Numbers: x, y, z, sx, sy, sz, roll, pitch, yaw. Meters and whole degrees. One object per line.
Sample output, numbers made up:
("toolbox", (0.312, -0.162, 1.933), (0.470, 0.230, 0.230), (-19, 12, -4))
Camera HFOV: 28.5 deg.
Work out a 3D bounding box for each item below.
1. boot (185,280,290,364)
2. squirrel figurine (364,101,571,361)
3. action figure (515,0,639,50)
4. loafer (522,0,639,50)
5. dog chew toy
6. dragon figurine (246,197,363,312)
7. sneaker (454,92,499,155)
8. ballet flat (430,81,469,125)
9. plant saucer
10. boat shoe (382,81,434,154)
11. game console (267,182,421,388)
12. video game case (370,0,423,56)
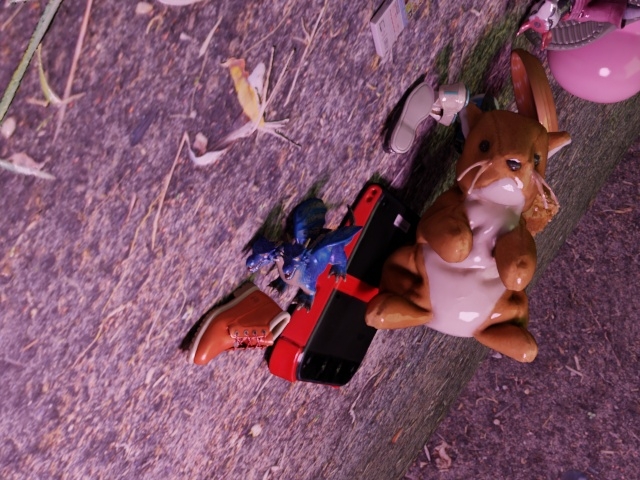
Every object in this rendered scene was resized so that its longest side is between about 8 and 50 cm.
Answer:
("boot", (-0.109, 0.124, 1.677), (0.158, 0.084, 0.059), (-42, 158, -37))
("squirrel figurine", (0.265, -0.045, 2.083), (0.397, 0.281, 0.371), (-57, 160, -72))
("action figure", (0.432, -0.473, 2.046), (0.370, 0.248, 0.276), (-48, -159, 1))
("loafer", (0.471, -0.396, 2.181), (0.087, 0.251, 0.094), (-97, 172, -72))
("dog chew toy", (0.542, -0.425, 2.308), (0.206, 0.206, 0.332), (-30, 139, -55))
("dragon figurine", (0.000, 0.000, 1.751), (0.289, 0.085, 0.144), (-39, 155, -42))
("sneaker", (0.278, -0.214, 2.175), (0.083, 0.071, 0.191), (-58, 172, -21))
("ballet flat", (0.189, -0.215, 1.944), (0.168, 0.052, 0.057), (119, -29, -81))
("plant saucer", (0.375, -0.240, 2.195), (0.037, 0.200, 0.200), (-13, 156, 0))
("boat shoe", (0.129, -0.181, 1.867), (0.038, 0.046, 0.125), (-7, -127, 56))
("game console", (0.052, 0.085, 2.100), (0.342, 0.060, 0.386), (-64, 163, -1))
("video game case", (0.107, -0.308, 1.642), (0.122, 0.011, 0.087), (-54, 161, -11))
